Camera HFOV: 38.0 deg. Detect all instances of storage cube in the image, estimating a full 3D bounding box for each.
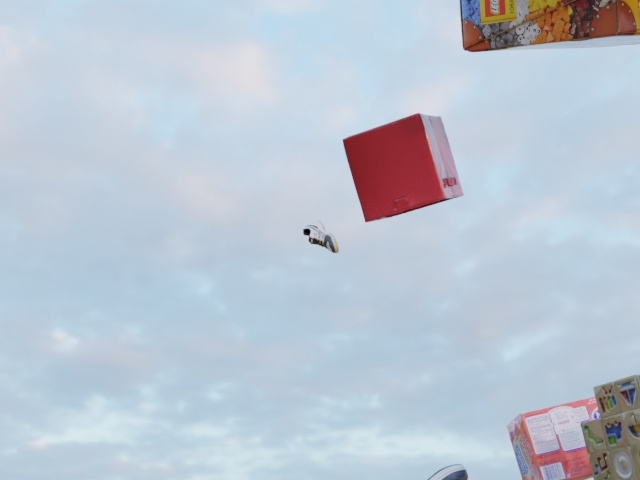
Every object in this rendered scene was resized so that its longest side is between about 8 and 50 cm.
[{"bbox_3d":[0.182,-0.160,2.053,0.215,0.193,0.184,-16,-1,23],"label":"storage cube"}]

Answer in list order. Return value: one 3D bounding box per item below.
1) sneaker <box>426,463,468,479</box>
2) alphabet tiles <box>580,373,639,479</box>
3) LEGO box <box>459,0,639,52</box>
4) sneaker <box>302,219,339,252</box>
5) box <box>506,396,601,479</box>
[{"bbox_3d":[0.241,0.534,1.775,0.226,0.163,0.086,-21,-37,-38],"label":"sneaker"},{"bbox_3d":[0.559,0.400,1.569,0.011,0.342,0.285,-1,-19,-26],"label":"alphabet tiles"},{"bbox_3d":[0.595,-0.507,1.931,0.500,0.193,0.373,-11,11,-39],"label":"LEGO box"},{"bbox_3d":[0.000,0.000,1.544,0.037,0.083,0.032,-23,-49,-19],"label":"sneaker"},{"bbox_3d":[0.553,0.404,1.899,0.300,0.154,0.142,-12,-20,-7],"label":"box"}]
